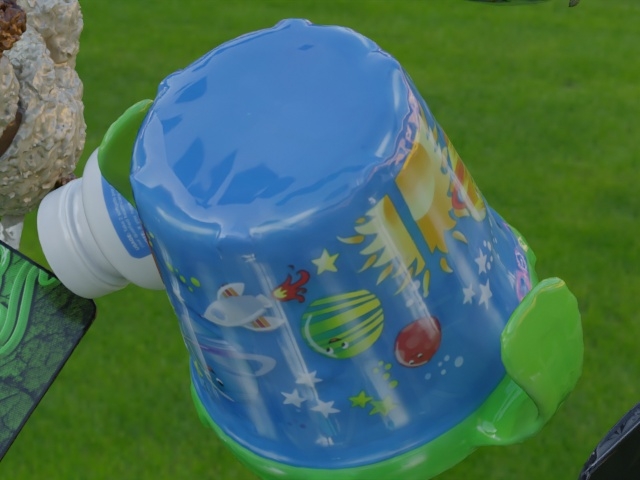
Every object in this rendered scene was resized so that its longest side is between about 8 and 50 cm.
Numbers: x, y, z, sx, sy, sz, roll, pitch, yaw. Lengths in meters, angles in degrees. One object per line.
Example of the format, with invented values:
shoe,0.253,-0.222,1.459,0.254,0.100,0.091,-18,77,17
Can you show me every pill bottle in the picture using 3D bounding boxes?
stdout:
pill bottle,-0.100,-0.036,1.155,0.221,0.124,0.124,-22,15,23

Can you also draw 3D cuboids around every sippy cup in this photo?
sippy cup,0.000,0.000,0.920,0.305,0.224,0.240,-7,51,16

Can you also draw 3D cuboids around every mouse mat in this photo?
mouse mat,-0.286,0.089,1.219,0.152,0.190,0.007,32,-16,0

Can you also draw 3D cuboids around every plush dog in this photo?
plush dog,-0.308,-0.105,1.348,0.211,0.262,0.225,50,11,23

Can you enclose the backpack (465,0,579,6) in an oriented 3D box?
backpack,0.085,-0.133,0.531,0.084,0.105,0.114,3,7,-9

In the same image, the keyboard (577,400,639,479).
keyboard,0.386,0.278,1.548,0.201,0.317,0.033,-40,27,-11
